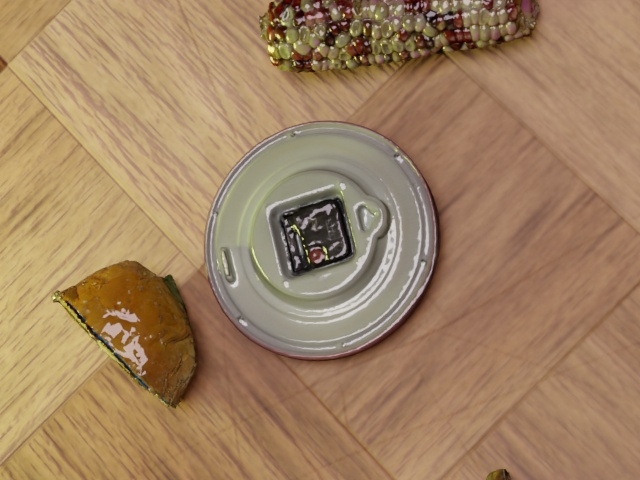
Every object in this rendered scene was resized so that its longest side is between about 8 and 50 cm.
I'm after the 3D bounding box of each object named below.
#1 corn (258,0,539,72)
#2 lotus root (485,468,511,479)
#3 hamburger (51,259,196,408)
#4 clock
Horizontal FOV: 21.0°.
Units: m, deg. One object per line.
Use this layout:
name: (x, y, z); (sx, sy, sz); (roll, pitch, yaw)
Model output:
corn: (0.076, -0.222, 1.732); (0.280, 0.092, 0.092); (-5, 75, 13)
lotus root: (0.171, 0.256, 1.613); (0.030, 0.037, 0.083); (-20, 72, 15)
hamburger: (-0.183, 0.077, 1.733); (0.176, 0.087, 0.102); (41, 91, 23)
clock: (-0.001, -0.001, 1.717); (0.244, 0.056, 0.244); (-4, 75, 14)
